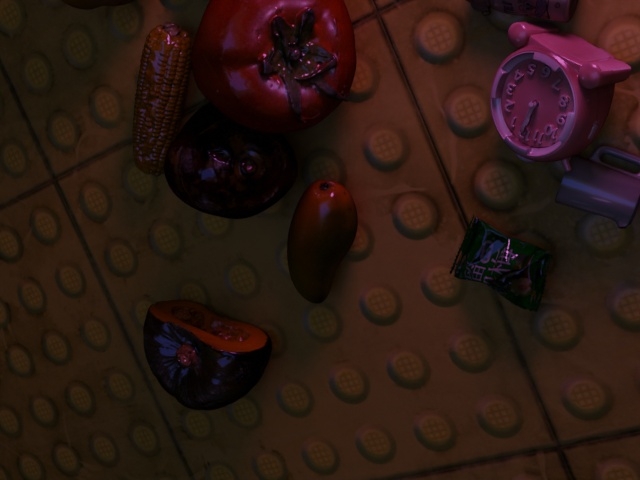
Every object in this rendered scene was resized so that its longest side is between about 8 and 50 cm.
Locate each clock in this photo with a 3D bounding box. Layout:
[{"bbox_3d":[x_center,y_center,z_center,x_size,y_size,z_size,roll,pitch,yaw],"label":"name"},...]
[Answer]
[{"bbox_3d":[0.429,-0.257,1.565,0.227,0.142,0.241,43,131,37],"label":"clock"}]

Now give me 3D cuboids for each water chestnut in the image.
[{"bbox_3d":[-0.194,-0.165,1.834,0.289,0.289,0.244,21,143,19],"label":"water chestnut"}]

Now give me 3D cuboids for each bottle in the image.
[{"bbox_3d":[0.367,-0.461,1.562,0.209,0.097,0.110,15,139,22],"label":"bottle"}]

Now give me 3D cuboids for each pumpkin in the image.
[{"bbox_3d":[-0.290,0.299,2.029,0.325,0.242,0.232,19,104,24],"label":"pumpkin"}]

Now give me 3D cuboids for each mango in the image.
[{"bbox_3d":[-0.004,-0.004,1.859,0.146,0.129,0.289,26,120,6],"label":"mango"}]

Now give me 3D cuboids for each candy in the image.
[{"bbox_3d":[0.372,0.050,1.727,0.203,0.078,0.141,29,105,28],"label":"candy"}]

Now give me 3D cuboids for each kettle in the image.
[{"bbox_3d":[0.536,-0.104,1.600,0.148,0.127,0.098,21,145,16],"label":"kettle"}]

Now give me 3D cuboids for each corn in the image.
[{"bbox_3d":[-0.369,-0.322,1.944,0.120,0.120,0.363,21,115,19],"label":"corn"}]

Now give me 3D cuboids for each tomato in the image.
[{"bbox_3d":[-0.090,-0.390,1.703,0.341,0.273,0.341,-6,108,-18],"label":"tomato"}]

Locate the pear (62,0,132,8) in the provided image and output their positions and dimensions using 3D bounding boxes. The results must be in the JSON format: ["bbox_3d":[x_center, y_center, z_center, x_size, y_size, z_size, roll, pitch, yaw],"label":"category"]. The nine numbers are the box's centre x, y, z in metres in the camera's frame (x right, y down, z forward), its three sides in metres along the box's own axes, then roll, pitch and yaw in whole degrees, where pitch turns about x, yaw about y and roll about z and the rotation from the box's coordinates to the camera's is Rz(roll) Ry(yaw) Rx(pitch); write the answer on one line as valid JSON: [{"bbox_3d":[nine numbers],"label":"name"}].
[{"bbox_3d":[-0.481,-0.654,1.796,0.314,0.314,0.314,8,109,24],"label":"pear"}]
